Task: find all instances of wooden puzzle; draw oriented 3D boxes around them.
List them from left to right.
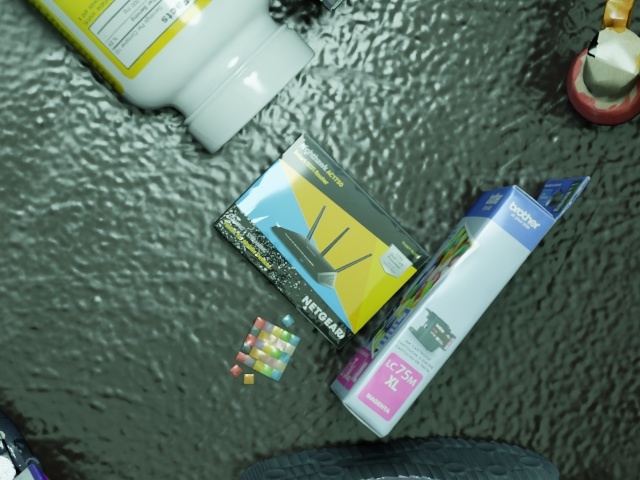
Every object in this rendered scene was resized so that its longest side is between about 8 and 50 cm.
[{"bbox_3d":[-0.054,0.111,1.884,0.049,0.006,0.083,27,90,-5],"label":"wooden puzzle"}]

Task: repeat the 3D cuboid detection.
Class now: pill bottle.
[{"bbox_3d":[-0.169,-0.249,1.772,0.188,0.188,0.334,-44,95,-2],"label":"pill bottle"}]

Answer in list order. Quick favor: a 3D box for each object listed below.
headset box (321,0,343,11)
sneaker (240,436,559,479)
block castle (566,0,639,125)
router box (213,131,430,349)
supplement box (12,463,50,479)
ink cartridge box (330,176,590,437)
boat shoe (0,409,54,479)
[{"bbox_3d":[-0.032,-0.347,1.745,0.283,0.246,0.131,42,98,-6],"label":"headset box"},{"bbox_3d":[0.081,0.277,1.865,0.319,0.112,0.131,-3,109,-2],"label":"sneaker"},{"bbox_3d":[0.423,-0.323,1.814,0.303,0.213,0.453,10,85,7],"label":"block castle"},{"bbox_3d":[0.000,0.000,1.865,0.179,0.046,0.133,44,88,-5],"label":"router box"},{"bbox_3d":[-0.238,0.335,1.774,0.114,0.111,0.220,-40,129,-2],"label":"supplement box"},{"bbox_3d":[0.129,0.046,1.807,0.065,0.186,0.311,41,88,-3],"label":"ink cartridge box"},{"bbox_3d":[-0.439,0.262,1.810,0.340,0.127,0.158,-28,88,-11],"label":"boat shoe"}]
